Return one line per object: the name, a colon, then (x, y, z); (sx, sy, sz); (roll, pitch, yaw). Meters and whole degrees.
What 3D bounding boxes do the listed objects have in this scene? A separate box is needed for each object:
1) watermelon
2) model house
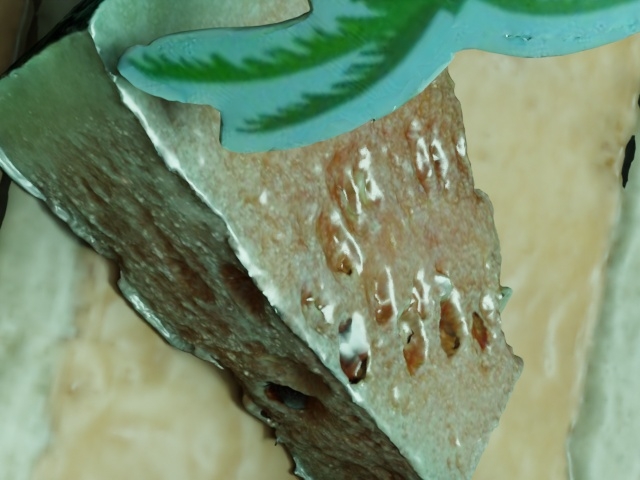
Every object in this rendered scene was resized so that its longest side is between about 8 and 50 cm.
watermelon: (0.000, 0.000, 0.621); (0.154, 0.094, 0.241); (-38, 109, -34)
model house: (0.077, -0.209, 0.535); (0.323, 0.340, 0.300); (37, 30, -12)
